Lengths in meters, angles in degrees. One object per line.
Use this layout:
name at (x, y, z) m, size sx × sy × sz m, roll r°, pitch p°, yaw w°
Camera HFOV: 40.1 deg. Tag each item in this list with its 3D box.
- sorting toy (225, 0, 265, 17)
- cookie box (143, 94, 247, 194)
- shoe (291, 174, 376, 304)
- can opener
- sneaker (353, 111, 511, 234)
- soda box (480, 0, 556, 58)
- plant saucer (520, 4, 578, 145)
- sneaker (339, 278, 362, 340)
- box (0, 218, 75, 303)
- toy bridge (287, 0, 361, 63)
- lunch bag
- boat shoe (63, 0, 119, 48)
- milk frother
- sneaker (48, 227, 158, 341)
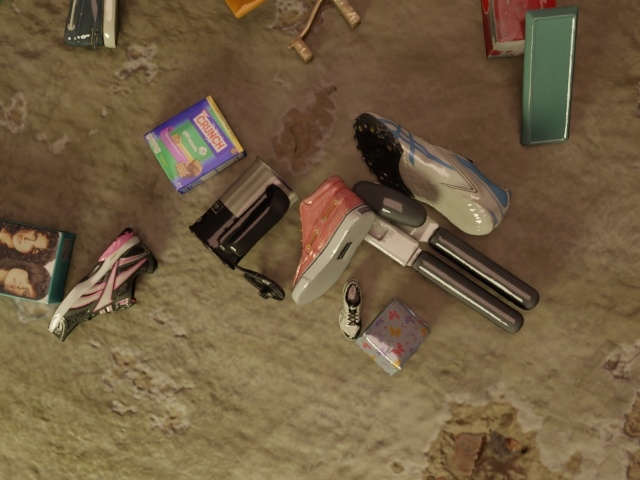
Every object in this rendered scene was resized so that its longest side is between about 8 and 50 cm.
sorting toy at (-0.168, -0.451, 1.198) m, size 0.196 × 0.047 × 0.348 m, roll -21°, pitch 80°, yaw 2°
cookie box at (-0.169, -0.130, 1.193) m, size 0.107 × 0.040 × 0.092 m, roll -32°, pitch 87°, yaw -1°
shoe at (0.000, 0.000, 1.160) m, size 0.081 × 0.063 × 0.178 m, roll 51°, pitch 126°, yaw 26°
can opener at (0.156, 0.018, 1.151) m, size 0.283 × 0.095 × 0.076 m, roll 34°, pitch 86°, yaw 9°
sneaker at (0.147, -0.097, 1.176) m, size 0.237 × 0.085 × 0.086 m, roll 37°, pitch 51°, yaw 9°
soda box at (0.255, -0.384, 1.169) m, size 0.083 × 0.092 × 0.263 m, roll -5°, pitch 88°, yaw 2°
plant saucer at (0.299, -0.209, 1.144) m, size 0.067 × 0.018 × 0.192 m, roll -6°, pitch 125°, yaw 1°
sneaker at (0.041, 0.094, 1.182) m, size 0.032 × 0.037 × 0.083 m, roll -2°, pitch 89°, yaw -1°
box at (-0.466, 0.014, 1.183) m, size 0.244 × 0.060 × 0.100 m, roll 11°, pitch 88°, yaw 2°
toy bridge at (0.031, -0.320, 1.205) m, size 0.188 × 0.026 × 0.063 m, roll -36°, pitch 85°, yaw 0°
lunch bag at (0.099, 0.127, 1.172) m, size 0.071 × 0.053 × 0.083 m, roll 42°, pitch 64°, yaw 3°
boat shoe at (-0.313, -0.387, 1.184) m, size 0.079 × 0.095 × 0.254 m, roll 0°, pitch 97°, yaw -10°
milk frother at (-0.074, -0.010, 1.169) m, size 0.135 × 0.129 × 0.143 m, roll -46°, pitch 131°, yaw -1°
sneaker at (-0.289, 0.073, 1.175) m, size 0.077 × 0.072 × 0.178 m, roll 41°, pitch 95°, yaw -8°
